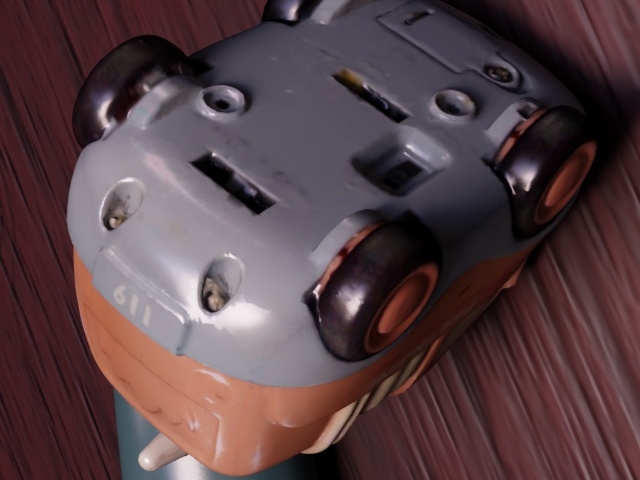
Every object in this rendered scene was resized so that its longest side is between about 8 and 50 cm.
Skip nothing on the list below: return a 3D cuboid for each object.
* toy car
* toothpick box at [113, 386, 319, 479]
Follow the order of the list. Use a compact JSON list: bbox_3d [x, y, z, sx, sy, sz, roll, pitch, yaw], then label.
[{"bbox_3d":[0.000,0.000,0.749,0.180,0.270,0.212,38,140,22],"label":"toy car"},{"bbox_3d":[-0.068,0.104,0.901,0.120,0.120,0.184,-7,93,40],"label":"toothpick box"}]
